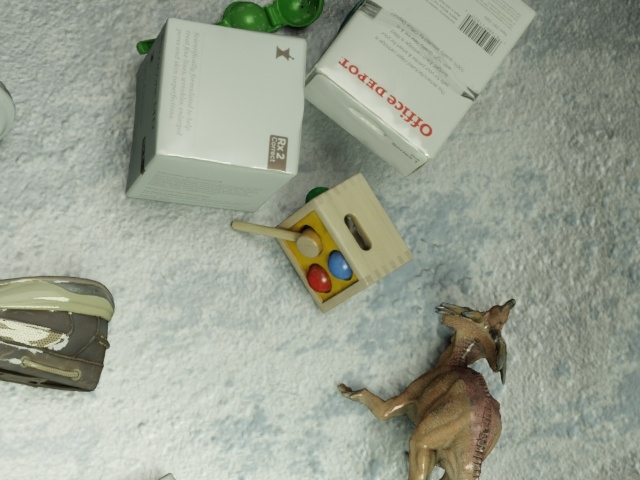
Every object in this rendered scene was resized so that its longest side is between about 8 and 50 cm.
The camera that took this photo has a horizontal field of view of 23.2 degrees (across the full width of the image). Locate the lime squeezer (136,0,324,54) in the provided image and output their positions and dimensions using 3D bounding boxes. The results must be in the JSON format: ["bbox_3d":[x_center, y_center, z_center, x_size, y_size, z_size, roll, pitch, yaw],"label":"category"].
[{"bbox_3d":[-0.055,-0.255,1.746,0.310,0.110,0.059,-22,100,-4],"label":"lime squeezer"}]

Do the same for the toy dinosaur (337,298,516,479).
[{"bbox_3d":[0.146,0.175,1.648,0.200,0.296,0.127,-43,123,17],"label":"toy dinosaur"}]

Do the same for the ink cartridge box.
[{"bbox_3d":[0.102,-0.202,1.679,0.160,0.092,0.219,39,71,-5],"label":"ink cartridge box"}]

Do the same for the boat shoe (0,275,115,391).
[{"bbox_3d":[-0.379,0.104,1.553,0.355,0.132,0.130,0,78,-15],"label":"boat shoe"}]

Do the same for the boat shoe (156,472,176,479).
[{"bbox_3d":[-0.255,0.302,1.574,0.258,0.095,0.084,-14,78,-29],"label":"boat shoe"}]

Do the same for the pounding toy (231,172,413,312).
[{"bbox_3d":[0.000,0.000,1.700,0.100,0.130,0.141,-31,88,-32],"label":"pounding toy"}]

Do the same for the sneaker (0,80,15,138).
[{"bbox_3d":[-0.434,-0.062,1.505,0.365,0.137,0.210,-8,55,-42],"label":"sneaker"}]

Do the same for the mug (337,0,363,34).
[{"bbox_3d":[0.093,-0.210,1.782,0.157,0.097,0.129,31,71,-9],"label":"mug"}]

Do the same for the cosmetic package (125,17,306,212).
[{"bbox_3d":[-0.113,-0.128,1.655,0.151,0.183,0.151,7,75,-15],"label":"cosmetic package"}]
